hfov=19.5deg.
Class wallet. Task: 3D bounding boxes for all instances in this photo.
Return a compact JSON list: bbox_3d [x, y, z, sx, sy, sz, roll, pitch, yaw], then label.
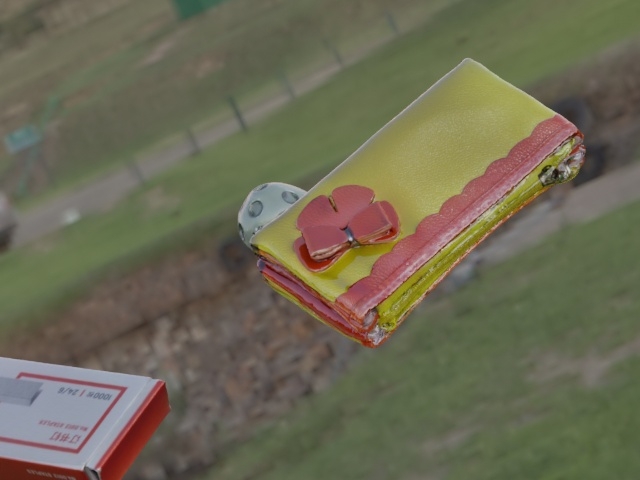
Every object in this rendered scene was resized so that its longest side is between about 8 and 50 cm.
[{"bbox_3d":[0.074,-0.033,1.415,0.241,0.067,0.141,-42,48,-15],"label":"wallet"}]

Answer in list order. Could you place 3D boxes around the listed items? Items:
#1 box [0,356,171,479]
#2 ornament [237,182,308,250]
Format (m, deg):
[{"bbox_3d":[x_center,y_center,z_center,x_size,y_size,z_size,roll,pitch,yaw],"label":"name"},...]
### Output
[{"bbox_3d":[-0.254,0.170,1.720,0.229,0.050,0.123,5,45,35],"label":"box"},{"bbox_3d":[0.000,0.000,1.706,0.081,0.156,0.075,-78,13,-56],"label":"ornament"}]
